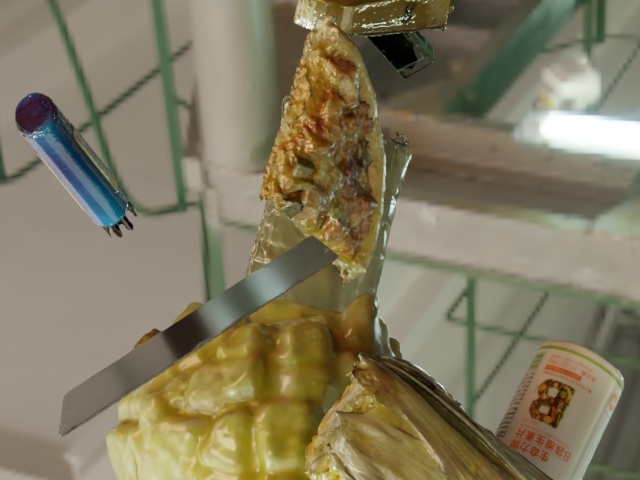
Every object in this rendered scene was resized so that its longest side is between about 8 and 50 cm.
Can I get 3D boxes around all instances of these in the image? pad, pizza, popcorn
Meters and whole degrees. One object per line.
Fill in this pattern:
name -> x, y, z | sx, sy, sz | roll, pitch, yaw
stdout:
pad -> -0.085, 0.060, 1.053 | 0.211, 0.003, 0.143 | -32, -171, -3
pizza -> 0.010, -0.080, 1.589 | 0.058, 0.292, 0.197 | 7, -158, 31
popcorn -> -0.033, 0.167, 1.307 | 0.237, 0.293, 0.293 | -10, -159, 42

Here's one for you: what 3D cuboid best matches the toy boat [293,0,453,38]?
toy boat -> 0.062, -0.261, 1.689 | 0.226, 0.068, 0.088 | -14, -138, -38

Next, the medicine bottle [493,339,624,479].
medicine bottle -> 0.193, 0.183, 1.371 | 0.086, 0.086, 0.183 | 16, -116, 30

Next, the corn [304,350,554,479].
corn -> 0.118, 0.207, 1.134 | 0.123, 0.305, 0.122 | -51, -175, -4

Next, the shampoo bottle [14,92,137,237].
shampoo bottle -> -0.261, -0.076, 1.697 | 0.050, 0.183, 0.087 | -37, -141, -2

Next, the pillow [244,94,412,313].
pillow -> 0.000, 0.000, 1.713 | 0.185, 0.302, 0.075 | 22, 166, -34

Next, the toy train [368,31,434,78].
toy train -> 0.052, -0.277, 1.799 | 0.044, 0.209, 0.042 | -30, -150, 26
